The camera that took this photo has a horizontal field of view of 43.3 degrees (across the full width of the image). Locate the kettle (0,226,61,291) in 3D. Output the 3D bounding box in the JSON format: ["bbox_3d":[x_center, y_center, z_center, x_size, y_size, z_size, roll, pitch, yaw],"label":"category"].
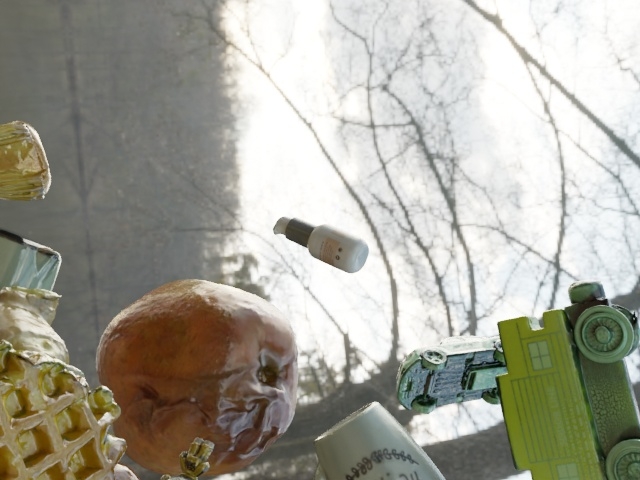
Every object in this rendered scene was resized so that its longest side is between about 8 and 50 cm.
[{"bbox_3d":[-0.621,0.103,1.517,0.240,0.165,0.255,17,-97,31],"label":"kettle"}]

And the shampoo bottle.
[{"bbox_3d":[0.000,0.000,1.557,0.192,0.074,0.074,24,-54,27],"label":"shampoo bottle"}]

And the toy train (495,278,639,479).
[{"bbox_3d":[0.466,0.302,1.463,0.179,0.272,0.442,13,64,-66],"label":"toy train"}]

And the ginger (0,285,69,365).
[{"bbox_3d":[-0.474,0.158,1.256,0.152,0.138,0.267,-49,-143,9],"label":"ginger"}]

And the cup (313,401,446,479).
[{"bbox_3d":[0.071,0.424,1.348,0.234,0.258,0.186,56,-11,8],"label":"cup"}]

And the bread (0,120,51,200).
[{"bbox_3d":[-0.600,-0.149,1.562,0.288,0.119,0.153,8,-69,66],"label":"bread"}]

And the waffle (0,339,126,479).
[{"bbox_3d":[-0.332,0.264,0.845,0.068,0.325,0.302,-6,-121,35],"label":"waffle"}]

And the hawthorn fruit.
[{"bbox_3d":[-0.266,0.309,1.807,0.472,0.471,0.472,176,-90,-74],"label":"hawthorn fruit"}]

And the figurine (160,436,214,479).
[{"bbox_3d":[-0.229,0.421,1.416,0.101,0.143,0.068,35,-18,33],"label":"figurine"}]

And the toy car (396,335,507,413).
[{"bbox_3d":[0.291,0.273,1.724,0.125,0.305,0.136,-123,-144,-55],"label":"toy car"}]

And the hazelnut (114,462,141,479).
[{"bbox_3d":[-0.335,0.423,1.193,0.182,0.182,0.182,176,-90,-74],"label":"hazelnut"}]
